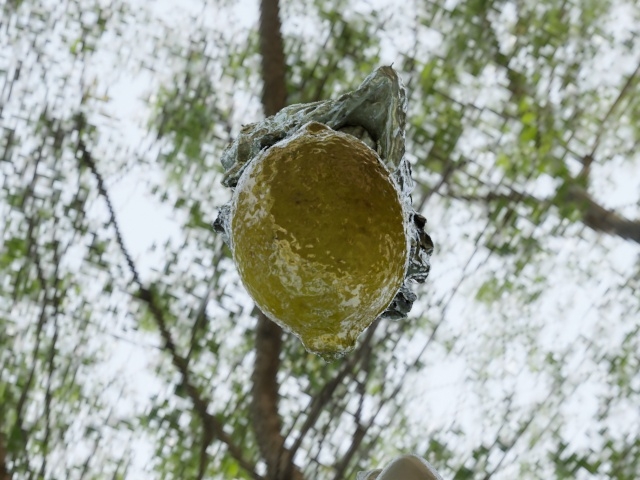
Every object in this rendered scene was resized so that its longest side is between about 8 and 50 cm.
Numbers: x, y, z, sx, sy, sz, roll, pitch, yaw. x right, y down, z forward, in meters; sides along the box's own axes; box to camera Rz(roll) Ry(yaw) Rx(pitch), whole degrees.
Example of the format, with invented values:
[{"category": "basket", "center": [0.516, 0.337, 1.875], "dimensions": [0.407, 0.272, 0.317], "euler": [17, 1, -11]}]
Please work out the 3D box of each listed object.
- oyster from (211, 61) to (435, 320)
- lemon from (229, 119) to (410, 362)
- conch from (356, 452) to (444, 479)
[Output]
[{"category": "oyster", "center": [0.008, -0.028, 1.022], "dimensions": [0.162, 0.351, 0.158], "euler": [2, -108, -6]}, {"category": "lemon", "center": [0.000, 0.000, 0.490], "dimensions": [0.062, 0.062, 0.083], "euler": [-1, -98, -28]}, {"category": "conch", "center": [0.094, 0.216, 1.033], "dimensions": [0.176, 0.104, 0.094], "euler": [18, -113, 31]}]
